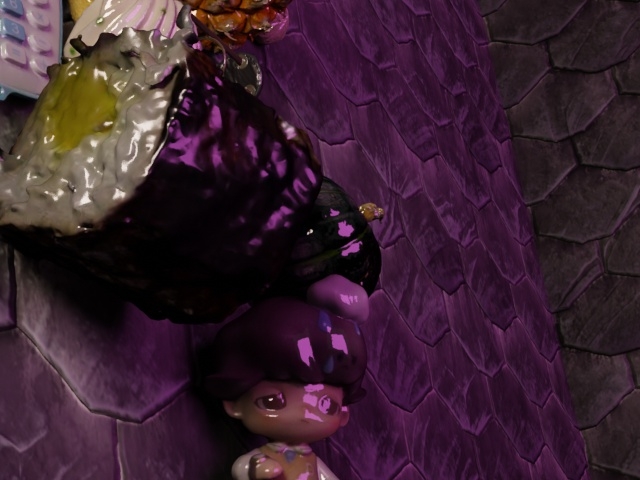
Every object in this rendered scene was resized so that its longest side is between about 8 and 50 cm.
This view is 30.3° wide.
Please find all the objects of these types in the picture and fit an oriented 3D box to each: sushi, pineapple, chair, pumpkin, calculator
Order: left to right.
[{"bbox_3d":[-0.404,-0.342,1.416,0.256,0.054,0.386,21,54,-60],"label":"calculator"},{"bbox_3d":[-0.182,-0.071,1.360,0.294,0.299,0.281,41,47,-44],"label":"sushi"},{"bbox_3d":[-0.158,-0.256,1.803,0.095,0.104,0.221,48,13,17],"label":"chair"},{"bbox_3d":[-0.135,-0.491,1.823,0.209,0.286,0.344,-11,80,-66],"label":"pineapple"},{"bbox_3d":[0.000,0.000,1.818,0.250,0.216,0.250,60,-5,9],"label":"pumpkin"}]

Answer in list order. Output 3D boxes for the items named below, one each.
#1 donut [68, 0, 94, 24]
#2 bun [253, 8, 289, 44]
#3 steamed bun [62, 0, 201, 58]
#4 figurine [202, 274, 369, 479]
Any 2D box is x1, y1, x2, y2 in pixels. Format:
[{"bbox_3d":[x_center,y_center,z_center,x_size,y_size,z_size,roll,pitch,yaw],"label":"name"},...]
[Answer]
[{"bbox_3d":[-0.285,-0.328,1.635,0.166,0.073,0.184,49,30,-38],"label":"donut"},{"bbox_3d":[-0.097,-0.408,2.104,0.115,0.069,0.115,47,31,-40],"label":"bun"},{"bbox_3d":[-0.237,-0.235,1.517,0.183,0.183,0.106,60,-4,-21],"label":"steamed bun"},{"bbox_3d":[-0.046,0.241,1.554,0.206,0.218,0.365,90,1,-56],"label":"figurine"}]
